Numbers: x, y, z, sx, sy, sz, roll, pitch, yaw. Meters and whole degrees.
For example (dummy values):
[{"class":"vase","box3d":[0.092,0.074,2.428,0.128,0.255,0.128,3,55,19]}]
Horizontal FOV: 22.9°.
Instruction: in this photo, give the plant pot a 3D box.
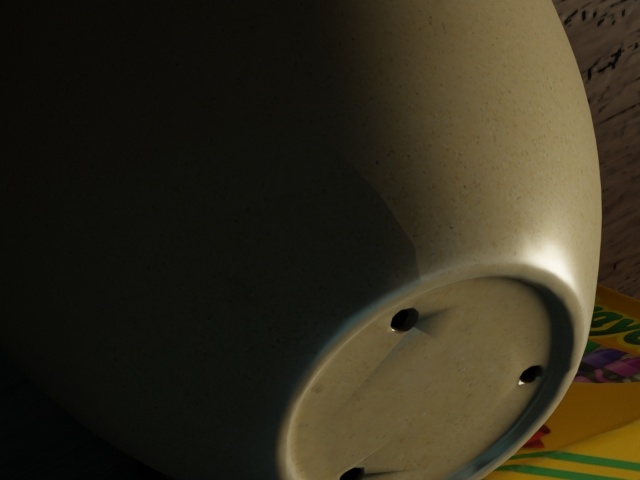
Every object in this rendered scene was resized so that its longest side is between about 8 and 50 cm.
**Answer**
[{"class":"plant pot","box3d":[0.000,0.000,0.634,0.284,0.191,0.284,-17,135,-18]}]

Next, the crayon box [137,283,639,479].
[{"class":"crayon box","box3d":[0.089,0.102,0.771,0.319,0.202,0.081,-18,106,-19]}]
